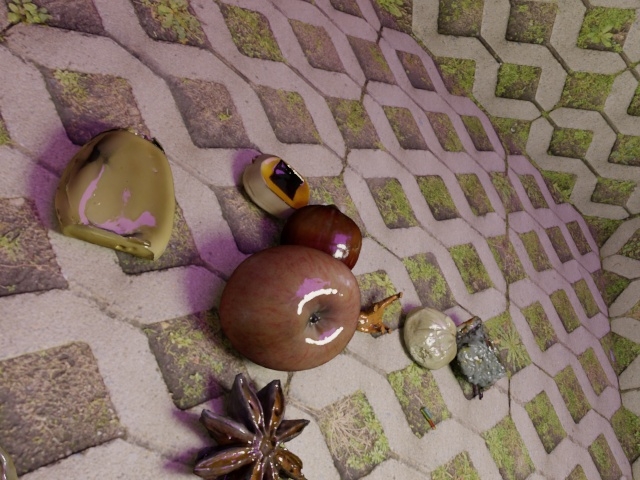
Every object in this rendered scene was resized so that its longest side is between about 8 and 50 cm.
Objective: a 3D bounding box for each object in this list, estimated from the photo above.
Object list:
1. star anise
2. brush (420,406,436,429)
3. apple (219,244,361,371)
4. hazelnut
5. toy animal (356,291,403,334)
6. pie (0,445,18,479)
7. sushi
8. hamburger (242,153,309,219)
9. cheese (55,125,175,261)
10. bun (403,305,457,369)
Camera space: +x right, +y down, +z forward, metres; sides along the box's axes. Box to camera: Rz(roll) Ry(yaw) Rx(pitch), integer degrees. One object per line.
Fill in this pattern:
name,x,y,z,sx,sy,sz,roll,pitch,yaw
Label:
star anise,-0.151,0.459,1.162,0.332,0.118,0.331,23,59,-44
brush,0.348,0.566,1.650,0.083,0.021,0.019,58,40,-4
apple,-0.060,0.162,1.263,0.345,0.269,0.344,7,77,-33
hazelnut,0.000,0.000,1.478,0.230,0.229,0.229,22,55,-35
toy animal,0.177,0.225,1.628,0.255,0.116,0.114,-12,101,-52
pie,-0.602,0.457,0.761,0.338,0.075,0.337,19,62,-39
sushi,0.557,0.408,1.823,0.274,0.139,0.184,60,20,-7
hamburger,-0.127,-0.156,1.518,0.210,0.116,0.173,37,55,-30
cheese,-0.450,-0.124,1.183,0.260,0.128,0.315,25,59,-42
bun,0.382,0.320,1.728,0.220,0.134,0.220,26,51,-37
